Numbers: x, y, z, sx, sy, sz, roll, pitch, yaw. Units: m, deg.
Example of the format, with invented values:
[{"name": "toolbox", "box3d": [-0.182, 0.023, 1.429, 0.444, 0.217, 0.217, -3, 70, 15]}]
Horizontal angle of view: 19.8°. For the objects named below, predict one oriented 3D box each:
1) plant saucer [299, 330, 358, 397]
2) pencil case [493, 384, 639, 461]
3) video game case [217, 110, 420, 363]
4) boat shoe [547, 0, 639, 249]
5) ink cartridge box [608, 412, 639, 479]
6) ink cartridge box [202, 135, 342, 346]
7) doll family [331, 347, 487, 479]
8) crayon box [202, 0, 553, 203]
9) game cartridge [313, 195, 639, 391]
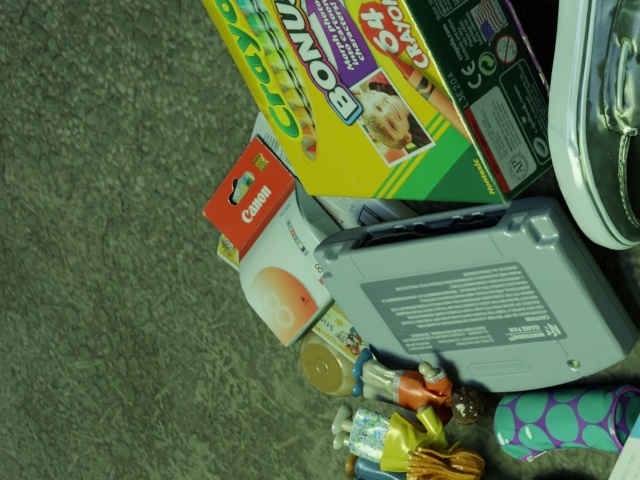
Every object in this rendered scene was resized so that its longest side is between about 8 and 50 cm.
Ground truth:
[{"name": "plant saucer", "box3d": [0.006, 0.136, 1.994, 0.083, 0.015, 0.083, 21, 125, 34]}, {"name": "pencil case", "box3d": [0.242, 0.176, 1.761, 0.151, 0.064, 0.070, -10, 89, 46]}, {"name": "video game case", "box3d": [0.000, 0.000, 1.918, 0.227, 0.026, 0.206, 37, 133, 21]}, {"name": "boat shoe", "box3d": [0.266, -0.143, 1.519, 0.119, 0.121, 0.335, 15, 120, 42]}, {"name": "ink cartridge box", "box3d": [0.412, 0.194, 1.515, 0.270, 0.197, 0.198, 35, 133, 23]}, {"name": "ink cartridge box", "box3d": [-0.050, 0.002, 1.913, 0.179, 0.045, 0.145, 47, 135, 8]}, {"name": "doll family", "box3d": [0.100, 0.238, 1.844, 0.163, 0.118, 0.263, 17, 141, 22]}, {"name": "crayon box", "box3d": [0.023, -0.209, 1.625, 0.313, 0.106, 0.363, 3, 126, 57]}, {"name": "game cartridge", "box3d": [0.150, 0.060, 1.751, 0.294, 0.060, 0.196, -9, 121, 43]}]
